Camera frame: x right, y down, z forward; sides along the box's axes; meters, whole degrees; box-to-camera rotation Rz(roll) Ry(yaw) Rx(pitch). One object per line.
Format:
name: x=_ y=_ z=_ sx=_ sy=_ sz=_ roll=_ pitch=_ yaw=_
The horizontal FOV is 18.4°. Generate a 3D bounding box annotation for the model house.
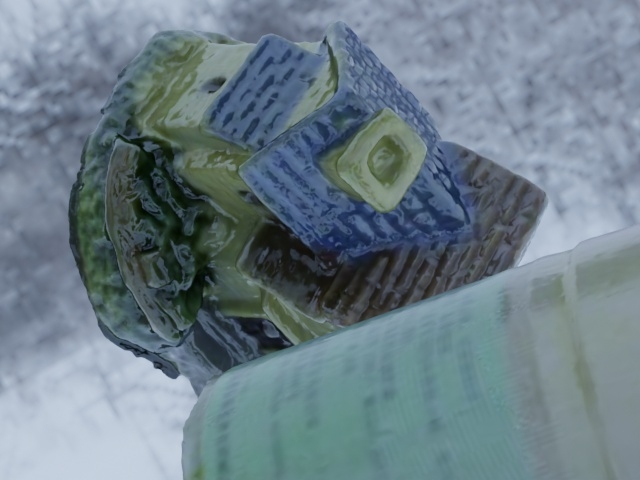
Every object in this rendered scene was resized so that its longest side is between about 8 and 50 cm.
model house: x=0.000 y=0.000 z=1.519 sx=0.266 sy=0.321 sz=0.261 roll=2 pitch=54 yaw=50

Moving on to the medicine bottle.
medicine bottle: x=0.163 y=0.111 z=0.951 sx=0.406 sy=0.236 sz=0.236 roll=-20 pitch=5 yaw=16
